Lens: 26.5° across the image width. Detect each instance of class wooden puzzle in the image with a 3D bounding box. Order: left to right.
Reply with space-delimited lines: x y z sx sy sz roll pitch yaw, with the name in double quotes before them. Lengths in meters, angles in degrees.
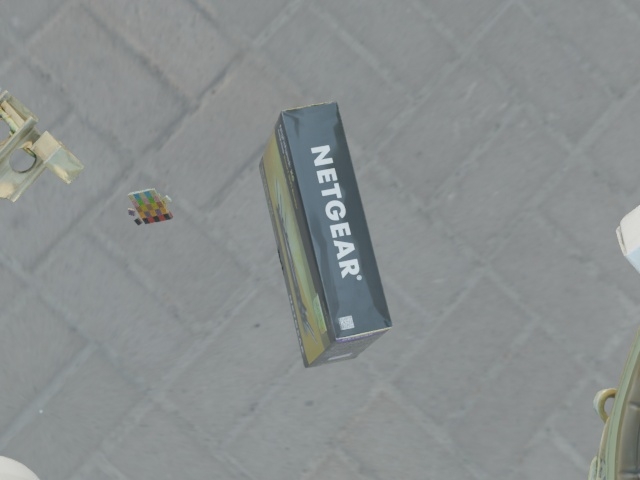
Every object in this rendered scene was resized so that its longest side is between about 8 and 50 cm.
"wooden puzzle" -0.228 -0.046 1.817 0.049 0.083 0.006 62 40 -24

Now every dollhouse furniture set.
"dollhouse furniture set" -0.388 -0.125 1.564 0.101 0.182 0.161 -48 127 -2

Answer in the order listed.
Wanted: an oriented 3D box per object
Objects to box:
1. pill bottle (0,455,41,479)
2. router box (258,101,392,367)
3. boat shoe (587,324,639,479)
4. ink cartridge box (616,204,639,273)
"pill bottle" -0.228 0.370 0.974 0.229 0.229 0.408 -28 53 -14
"router box" 0.000 0.000 1.822 0.081 0.243 0.309 -11 78 -12
"boat shoe" 0.171 0.150 0.665 0.104 0.089 0.285 15 75 -7
"ink cartridge box" 0.407 0.027 1.310 0.148 0.086 0.203 -41 101 19
